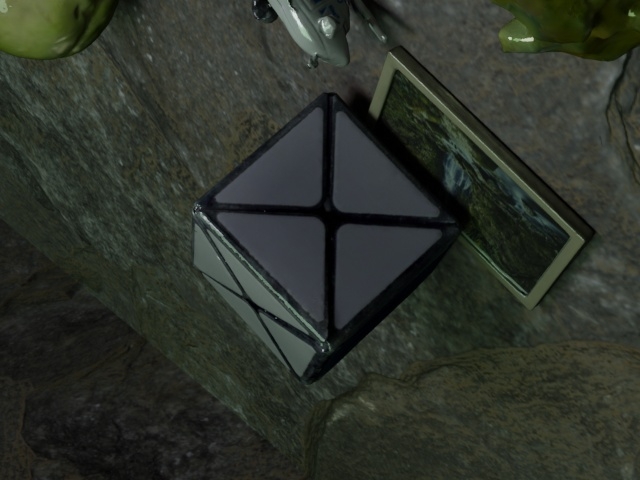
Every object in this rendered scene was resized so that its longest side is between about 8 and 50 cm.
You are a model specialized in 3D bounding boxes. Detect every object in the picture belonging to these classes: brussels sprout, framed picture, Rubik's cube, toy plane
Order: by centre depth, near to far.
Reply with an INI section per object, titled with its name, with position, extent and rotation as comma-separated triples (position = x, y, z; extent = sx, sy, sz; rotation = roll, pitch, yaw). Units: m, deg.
[toy plane]
position = -0.038, -0.323, 1.575
extent = 0.182, 0.107, 0.273
rotation = 7, 129, 53
[framed picture]
position = 0.179, -0.070, 1.684
extent = 0.324, 0.020, 0.240
rotation = 46, 159, 10
[Rubik's cube]
position = 0.000, 0.000, 1.803
extent = 0.255, 0.259, 0.260
rotation = 46, 163, 7
[brussels sprout]
position = -0.422, -0.404, 2.033
extent = 0.316, 0.242, 0.274
rotation = 120, 133, -63

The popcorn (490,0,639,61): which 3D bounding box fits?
[popcorn]
position = 0.232, -0.247, 1.009
extent = 0.276, 0.276, 0.225
rotation = 9, 101, 59
